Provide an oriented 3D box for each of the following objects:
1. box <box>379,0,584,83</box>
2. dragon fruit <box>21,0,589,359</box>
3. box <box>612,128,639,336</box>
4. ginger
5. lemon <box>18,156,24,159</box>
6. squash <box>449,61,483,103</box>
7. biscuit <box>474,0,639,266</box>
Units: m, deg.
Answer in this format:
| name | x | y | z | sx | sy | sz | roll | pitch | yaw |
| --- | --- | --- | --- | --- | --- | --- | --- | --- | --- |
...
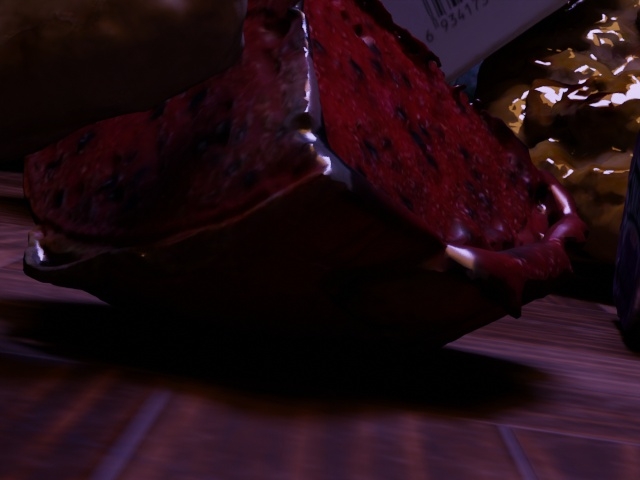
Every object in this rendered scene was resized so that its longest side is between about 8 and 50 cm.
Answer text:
| name | x | y | z | sx | sy | sz | roll | pitch | yaw |
| --- | --- | --- | --- | --- | --- | --- | --- | --- | --- |
| box | -0.013 | -0.129 | 0.864 | 0.299 | 0.106 | 0.200 | -35 | 24 | -23 |
| dragon fruit | 0.000 | 0.001 | 0.465 | 0.127 | 0.120 | 0.161 | -34 | -52 | 30 |
| box | 0.296 | 0.015 | 0.615 | 0.345 | 0.097 | 0.134 | 9 | 6 | 7 |
| ginger | -0.178 | -0.037 | 0.467 | 0.333 | 0.080 | 0.166 | 11 | 38 | 42 |
| lemon | -0.255 | -0.193 | 1.189 | 0.293 | 0.293 | 0.293 | 8 | 4 | -1 |
| squash | 0.181 | -0.084 | 1.198 | 0.218 | 0.172 | 0.218 | -20 | 6 | 2 |
| biscuit | 0.248 | -0.086 | 0.848 | 0.289 | 0.081 | 0.334 | 31 | 50 | 27 |
